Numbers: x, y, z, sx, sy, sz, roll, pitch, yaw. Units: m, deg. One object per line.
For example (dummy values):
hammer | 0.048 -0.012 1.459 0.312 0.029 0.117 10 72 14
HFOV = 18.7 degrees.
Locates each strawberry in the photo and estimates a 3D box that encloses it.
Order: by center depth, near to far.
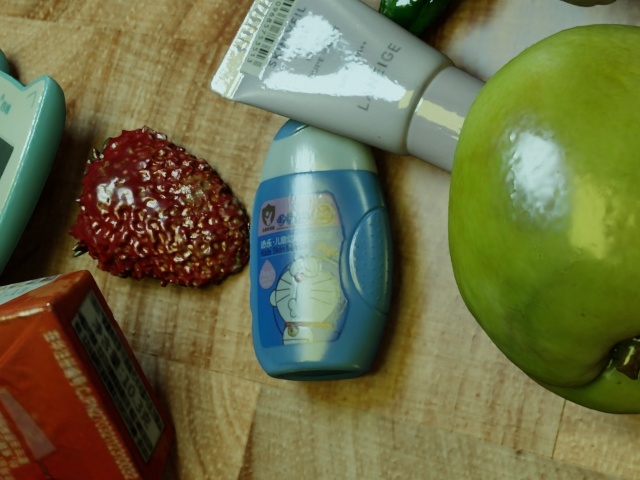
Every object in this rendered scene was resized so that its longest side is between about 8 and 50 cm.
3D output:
strawberry | -0.171 -0.039 1.999 0.208 0.087 0.167 5 81 33

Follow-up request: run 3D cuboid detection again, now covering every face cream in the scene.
face cream | 0.041 -0.155 1.839 0.274 0.096 0.154 27 91 20
face cream | 0.000 0.000 1.877 0.149 0.083 0.264 -7 76 25

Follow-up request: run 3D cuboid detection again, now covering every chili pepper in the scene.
chili pepper | 0.102 -0.263 1.882 0.216 0.062 0.108 -55 50 12

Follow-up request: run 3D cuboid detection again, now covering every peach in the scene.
peach | 0.245 -0.021 1.600 0.314 0.281 0.316 -12 65 37

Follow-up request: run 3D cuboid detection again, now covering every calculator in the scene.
calculator | -0.400 -0.020 2.124 0.256 0.054 0.386 31 94 54

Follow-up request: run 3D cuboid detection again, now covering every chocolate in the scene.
chocolate | -0.286 0.154 1.960 0.234 0.108 0.237 -12 113 33

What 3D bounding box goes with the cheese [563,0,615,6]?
cheese | 0.249 -0.376 1.666 0.153 0.292 0.332 39 96 34
